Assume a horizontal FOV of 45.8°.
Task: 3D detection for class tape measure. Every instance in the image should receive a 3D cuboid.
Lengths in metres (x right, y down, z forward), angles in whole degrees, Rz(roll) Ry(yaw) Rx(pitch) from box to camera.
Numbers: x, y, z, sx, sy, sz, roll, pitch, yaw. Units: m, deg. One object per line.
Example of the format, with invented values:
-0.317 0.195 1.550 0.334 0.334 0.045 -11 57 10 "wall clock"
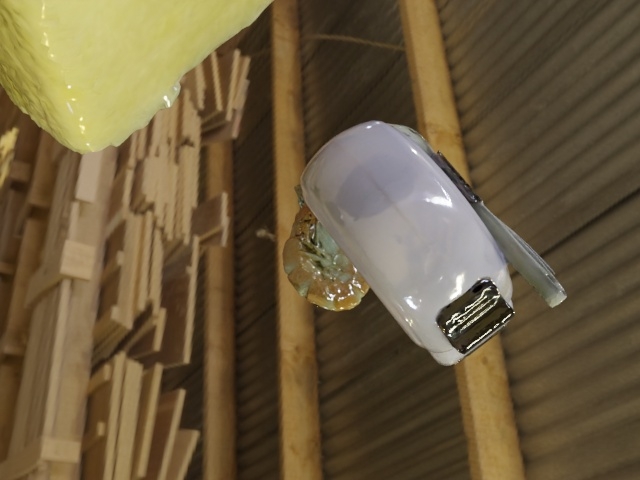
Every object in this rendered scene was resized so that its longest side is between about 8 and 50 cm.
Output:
0.072 -0.003 0.554 0.105 0.178 0.196 -37 -97 2 "tape measure"

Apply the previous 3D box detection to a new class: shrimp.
0.000 0.000 0.824 0.043 0.091 0.184 109 -23 -44 "shrimp"

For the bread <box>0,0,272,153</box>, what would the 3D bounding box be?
-0.060 -0.262 0.271 0.345 0.405 0.242 -43 -109 -15 "bread"
